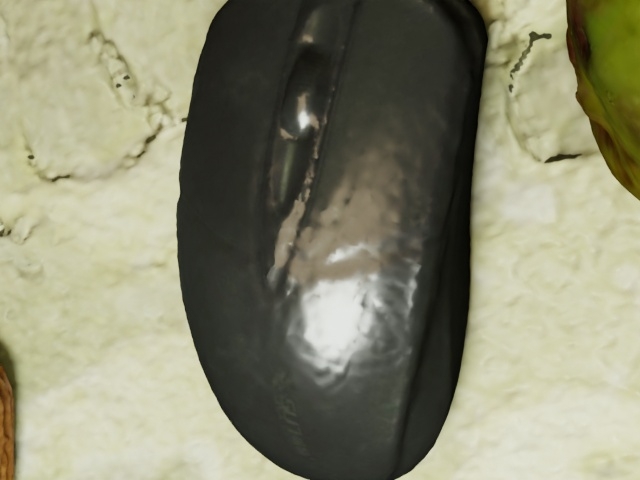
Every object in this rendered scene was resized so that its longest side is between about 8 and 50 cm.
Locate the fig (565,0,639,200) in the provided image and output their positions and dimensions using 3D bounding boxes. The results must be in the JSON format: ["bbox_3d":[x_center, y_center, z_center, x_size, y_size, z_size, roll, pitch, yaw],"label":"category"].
[{"bbox_3d":[0.174,-0.100,0.636,0.191,0.181,0.181,-31,90,10],"label":"fig"}]

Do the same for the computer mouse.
[{"bbox_3d":[0.000,0.000,0.801,0.138,0.086,0.269,10,108,24],"label":"computer mouse"}]

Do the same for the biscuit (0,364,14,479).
[{"bbox_3d":[-0.257,0.129,0.998,0.192,0.036,0.186,11,112,24],"label":"biscuit"}]
